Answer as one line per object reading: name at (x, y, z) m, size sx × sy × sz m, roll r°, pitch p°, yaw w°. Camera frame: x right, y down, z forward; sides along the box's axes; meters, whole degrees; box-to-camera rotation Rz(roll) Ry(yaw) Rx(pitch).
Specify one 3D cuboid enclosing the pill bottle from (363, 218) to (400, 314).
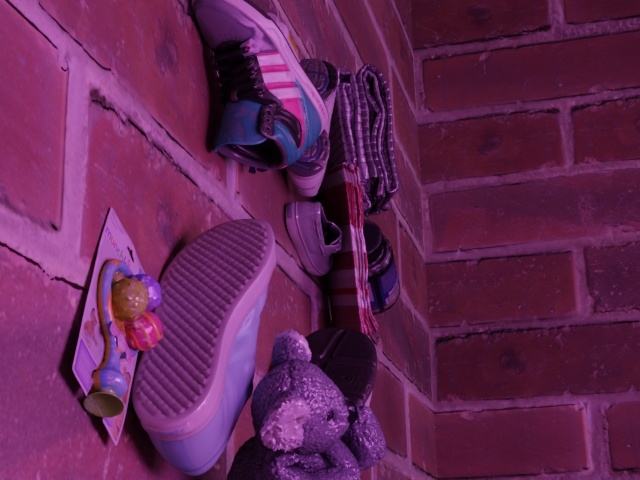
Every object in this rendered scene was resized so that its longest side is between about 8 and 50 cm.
pill bottle at (0.098, 0.054, 2.358) m, size 0.219 × 0.122 × 0.123 m, roll 74°, pitch 16°, yaw -54°

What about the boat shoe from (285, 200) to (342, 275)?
boat shoe at (0.000, -0.001, 2.089) m, size 0.227 × 0.081 × 0.079 m, roll 62°, pitch 26°, yaw -57°

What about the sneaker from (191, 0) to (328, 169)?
sneaker at (-0.115, -0.214, 1.637) m, size 0.295 × 0.123 × 0.178 m, roll 50°, pitch 48°, yaw -29°

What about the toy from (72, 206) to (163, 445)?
toy at (-0.209, 0.089, 1.230) m, size 0.237 × 0.056 × 0.137 m, roll -83°, pitch 163°, yaw -44°

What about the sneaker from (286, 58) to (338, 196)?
sneaker at (-0.029, -0.214, 2.078) m, size 0.129 × 0.111 × 0.297 m, roll 92°, pitch 5°, yaw -57°

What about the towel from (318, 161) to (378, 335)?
towel at (0.048, 0.022, 2.177) m, size 0.237 × 0.037 × 0.329 m, roll 167°, pitch -83°, yaw -75°

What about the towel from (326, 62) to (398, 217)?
towel at (0.085, -0.191, 2.266) m, size 0.235 × 0.121 × 0.284 m, roll 133°, pitch -51°, yaw -78°

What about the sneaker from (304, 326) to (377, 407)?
sneaker at (-0.009, 0.366, 1.812) m, size 0.447 × 0.169 × 0.257 m, roll -70°, pitch 161°, yaw -45°

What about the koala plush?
koala plush at (-0.029, 0.238, 1.370) m, size 0.196 × 0.203 × 0.221 m, roll -83°, pitch 168°, yaw -54°

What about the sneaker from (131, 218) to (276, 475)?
sneaker at (-0.136, 0.129, 1.394) m, size 0.366 × 0.135 × 0.150 m, roll -68°, pitch 156°, yaw -44°

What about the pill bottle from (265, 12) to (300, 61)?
pill bottle at (-0.080, -0.342, 1.940) m, size 0.116 × 0.065 × 0.065 m, roll 61°, pitch 26°, yaw -60°

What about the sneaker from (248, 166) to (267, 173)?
sneaker at (-0.089, -0.168, 1.863) m, size 0.223 × 0.083 × 0.098 m, roll -38°, pitch 148°, yaw -75°
